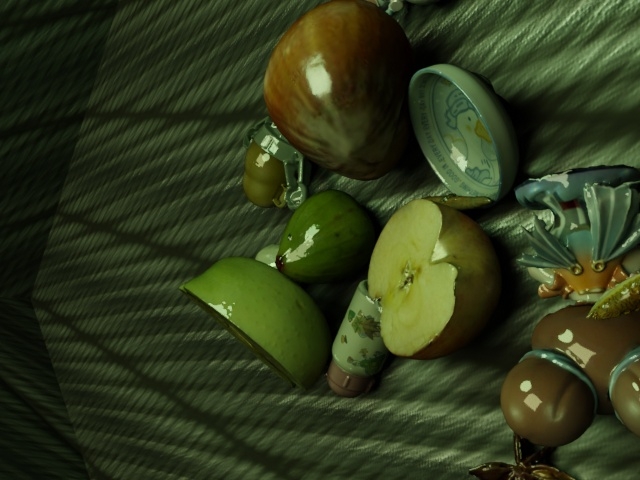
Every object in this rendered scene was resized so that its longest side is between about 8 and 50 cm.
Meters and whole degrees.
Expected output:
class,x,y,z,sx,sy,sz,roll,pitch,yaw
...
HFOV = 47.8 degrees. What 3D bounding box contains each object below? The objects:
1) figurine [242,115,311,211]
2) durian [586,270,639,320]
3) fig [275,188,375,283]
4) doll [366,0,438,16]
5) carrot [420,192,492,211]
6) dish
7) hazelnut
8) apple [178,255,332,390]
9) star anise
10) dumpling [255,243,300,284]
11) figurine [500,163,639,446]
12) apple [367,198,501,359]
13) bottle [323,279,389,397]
class,x,y,z,sx,sy,sz,roll,pitch,yaw
figurine,-0.094,-0.208,1.761,0.284,0.167,0.342,-59,20,19
durian,0.438,0.055,0.889,0.224,0.140,0.078,-33,87,10
fig,0.000,0.000,1.575,0.203,0.225,0.202,36,137,42
doll,0.163,-0.546,1.507,0.287,0.151,0.150,5,90,59
carrot,0.247,-0.067,1.358,0.254,0.049,0.049,178,96,-68
dish,0.286,-0.207,1.299,0.273,0.134,0.273,57,167,20
hazelnut,0.047,-0.290,1.439,0.316,0.372,0.372,-21,66,18
apple,-0.154,0.191,1.628,0.360,0.311,0.320,43,121,-3
star anise,0.345,0.405,1.225,0.140,0.144,0.158,-38,49,-14
dumpling,-0.092,0.050,1.788,0.111,0.181,0.155,84,-170,-48
figurine,0.403,0.091,1.048,0.277,0.248,0.387,-8,81,27
apple,0.222,0.082,1.324,0.251,0.163,0.292,-50,35,44
bottle,0.091,0.215,1.514,0.120,0.121,0.253,44,121,45
